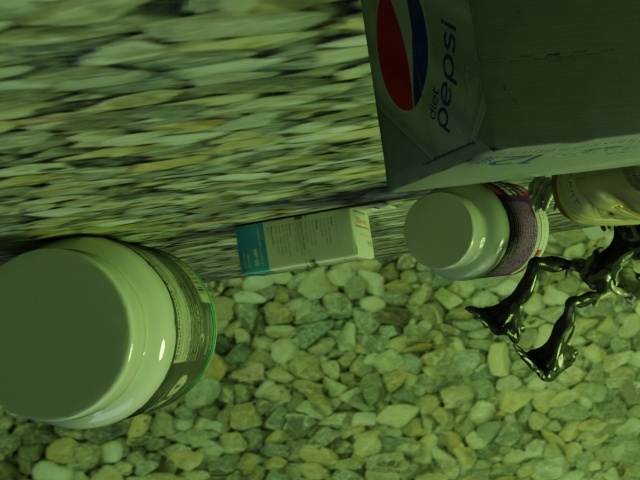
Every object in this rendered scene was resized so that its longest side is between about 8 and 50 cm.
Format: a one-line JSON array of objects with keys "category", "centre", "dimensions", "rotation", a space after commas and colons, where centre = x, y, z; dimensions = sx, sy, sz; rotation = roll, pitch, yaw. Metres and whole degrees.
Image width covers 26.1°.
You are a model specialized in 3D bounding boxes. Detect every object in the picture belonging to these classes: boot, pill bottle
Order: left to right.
[{"category": "pill bottle", "centre": [-0.244, 0.100, 1.523], "dimensions": [0.204, 0.204, 0.361], "rotation": [-9, 176, 7]}, {"category": "pill bottle", "centre": [0.166, -0.011, 1.495], "dimensions": [0.108, 0.108, 0.193], "rotation": [-11, 176, 28]}, {"category": "boot", "centre": [0.367, -0.066, 1.257], "dimensions": [0.261, 0.095, 0.203], "rotation": [-1, 174, -12]}]

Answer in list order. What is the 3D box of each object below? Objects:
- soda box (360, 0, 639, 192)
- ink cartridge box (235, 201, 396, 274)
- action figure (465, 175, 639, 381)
[{"category": "soda box", "centre": [0.161, -0.083, 0.493], "dimensions": [0.286, 0.098, 0.091], "rotation": [-8, 176, -19]}, {"category": "ink cartridge box", "centre": [0.000, 0.000, 1.648], "dimensions": [0.180, 0.060, 0.104], "rotation": [-9, 176, 13]}, {"category": "action figure", "centre": [0.283, 0.010, 1.401], "dimensions": [0.276, 0.164, 0.141], "rotation": [-50, 148, 10]}]
